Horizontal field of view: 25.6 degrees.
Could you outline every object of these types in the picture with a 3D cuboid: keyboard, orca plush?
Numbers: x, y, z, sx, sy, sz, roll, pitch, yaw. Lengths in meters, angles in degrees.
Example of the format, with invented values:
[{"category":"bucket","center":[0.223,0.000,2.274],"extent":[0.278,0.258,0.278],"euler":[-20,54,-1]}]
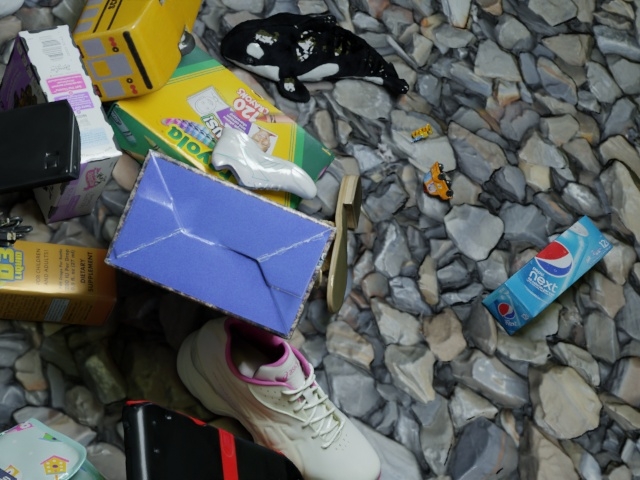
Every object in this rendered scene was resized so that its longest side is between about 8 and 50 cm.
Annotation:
[{"category":"keyboard","center":[-0.437,-0.060,1.680],"extent":[0.317,0.033,0.202],"euler":[-10,57,11]},{"category":"orca plush","center":[0.006,-0.281,2.073],"extent":[0.287,0.102,0.151],"euler":[21,56,-14]}]

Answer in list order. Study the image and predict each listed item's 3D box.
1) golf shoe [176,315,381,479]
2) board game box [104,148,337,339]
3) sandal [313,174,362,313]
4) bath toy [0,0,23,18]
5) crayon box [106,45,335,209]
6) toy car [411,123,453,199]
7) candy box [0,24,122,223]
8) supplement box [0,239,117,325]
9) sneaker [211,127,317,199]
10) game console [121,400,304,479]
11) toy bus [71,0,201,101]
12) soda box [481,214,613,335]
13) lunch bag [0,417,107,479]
[{"category":"golf shoe","center":[-0.040,0.207,1.762],"extent":[0.306,0.140,0.115],"euler":[37,53,-4]},{"category":"board game box","center":[-0.121,0.001,1.712],"extent":[0.232,0.291,0.141],"euler":[23,90,-4]},{"category":"sandal","center":[0.001,0.004,1.947],"extent":[0.079,0.088,0.240],"euler":[3,49,12]},{"category":"bath toy","center":[-0.537,-0.431,1.877],"extent":[0.348,0.151,0.129],"euler":[52,45,-1]},{"category":"crayon box","center":[-0.140,-0.134,1.935],"extent":[0.278,0.081,0.165],"euler":[38,54,-2]},{"category":"toy car","center":[0.165,-0.112,2.109],"extent":[0.040,0.060,0.122],"euler":[-23,47,11]},{"category":"candy box","center":[-0.338,-0.146,1.797],"extent":[0.070,0.165,0.196],"euler":[-15,71,-30]},{"category":"supplement box","center":[-0.372,0.049,1.728],"extent":[0.233,0.080,0.078],"euler":[5,59,-20]},{"category":"sneaker","center":[-0.076,-0.087,1.864],"extent":[0.152,0.054,0.061],"euler":[29,70,-5]},{"category":"game console","center":[-0.103,0.393,1.566],"extent":[0.342,0.060,0.387],"euler":[31,43,-51]},{"category":"toy bus","center":[-0.237,-0.333,1.933],"extent":[0.130,0.108,0.333],"euler":[-9,39,17]},{"category":"soda box","center":[0.335,0.049,2.067],"extent":[0.210,0.071,0.067],"euler":[-36,83,-35]},{"category":"lunch bag","center":[-0.329,0.337,1.542],"extent":[0.223,0.160,0.262],"euler":[-31,72,-35]}]
